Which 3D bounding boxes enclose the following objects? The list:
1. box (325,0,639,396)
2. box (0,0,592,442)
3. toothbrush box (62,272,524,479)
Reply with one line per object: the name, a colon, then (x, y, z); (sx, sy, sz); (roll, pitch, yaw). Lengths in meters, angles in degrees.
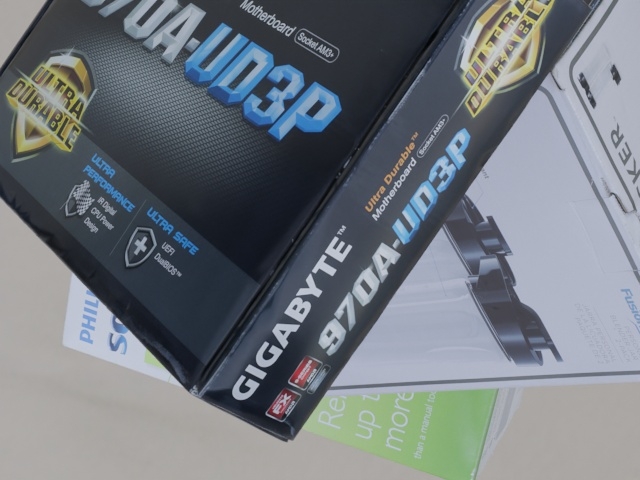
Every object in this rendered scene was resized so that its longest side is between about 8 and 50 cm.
box: (0.041, -0.015, 0.772); (0.290, 0.087, 0.169); (-8, 123, 42)
box: (-0.031, -0.056, 0.585); (0.051, 0.220, 0.175); (32, 94, -41)
toothbrush box: (0.000, 0.000, 1.010); (0.283, 0.122, 0.206); (19, 113, 15)
